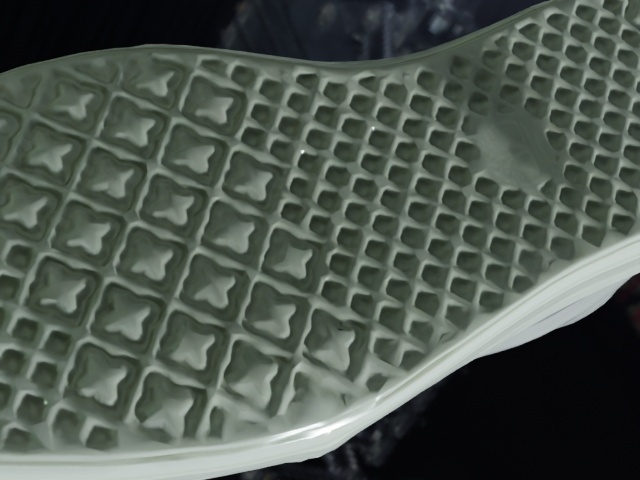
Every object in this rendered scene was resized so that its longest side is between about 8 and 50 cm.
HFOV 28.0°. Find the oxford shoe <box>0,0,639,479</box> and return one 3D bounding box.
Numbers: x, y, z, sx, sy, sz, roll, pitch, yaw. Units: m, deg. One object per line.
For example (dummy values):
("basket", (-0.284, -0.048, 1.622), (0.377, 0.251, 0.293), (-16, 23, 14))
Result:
("oxford shoe", (0.000, 0.000, 0.525), (0.449, 0.130, 0.169), (-17, -105, -30))
